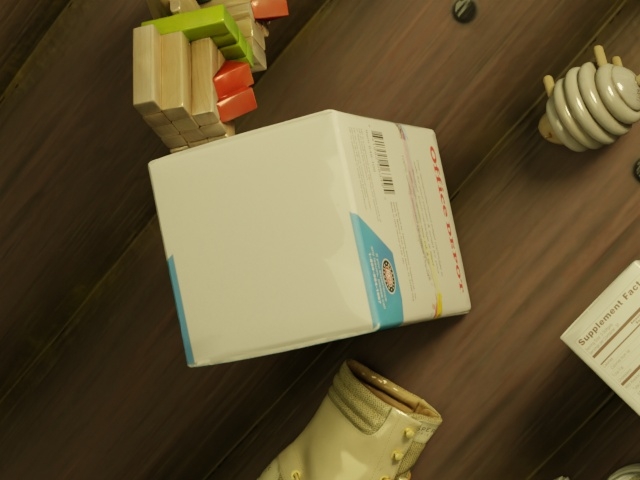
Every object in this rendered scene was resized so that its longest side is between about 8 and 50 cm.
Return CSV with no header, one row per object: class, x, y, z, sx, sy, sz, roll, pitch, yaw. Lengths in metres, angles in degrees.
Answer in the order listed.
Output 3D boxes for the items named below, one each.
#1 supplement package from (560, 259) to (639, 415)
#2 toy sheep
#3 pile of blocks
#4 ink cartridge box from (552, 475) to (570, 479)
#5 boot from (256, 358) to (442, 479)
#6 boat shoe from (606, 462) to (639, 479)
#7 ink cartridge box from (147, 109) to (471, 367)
supplement package,0.331,0.114,1.239,0.179,0.105,0.105,46,106,16
toy sheep,0.264,-0.133,1.278,0.132,0.091,0.091,-33,77,38
pile of blocks,-0.095,-0.232,1.314,0.112,0.362,0.149,-11,129,13
ink cartridge box,0.224,0.339,1.301,0.127,0.072,0.175,-33,79,20
boot,0.071,0.269,1.356,0.262,0.095,0.203,40,103,22
boat shoe,0.404,0.286,1.210,0.320,0.103,0.118,17,97,22
ink cartridge box,0.000,0.000,1.287,0.197,0.270,0.198,-14,85,23
